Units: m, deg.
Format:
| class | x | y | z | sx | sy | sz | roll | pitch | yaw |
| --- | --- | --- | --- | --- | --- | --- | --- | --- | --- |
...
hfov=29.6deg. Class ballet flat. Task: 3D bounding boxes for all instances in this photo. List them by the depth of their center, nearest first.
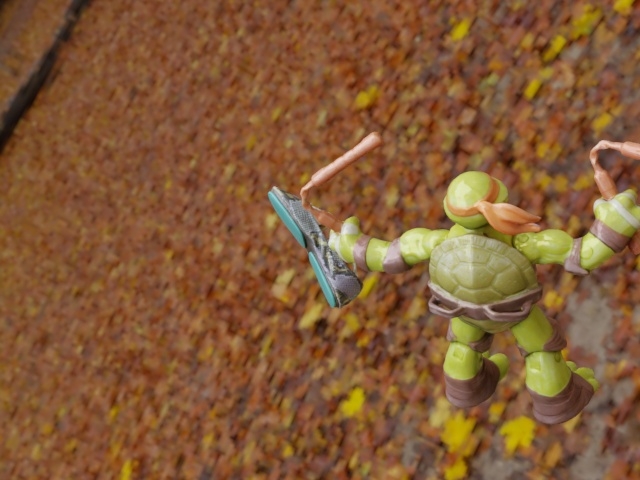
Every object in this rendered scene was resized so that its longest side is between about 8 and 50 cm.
| class | x | y | z | sx | sy | sz | roll | pitch | yaw |
| --- | --- | --- | --- | --- | --- | --- | --- | --- | --- |
| ballet flat | 0.000 | 0.000 | 0.978 | 0.041 | 0.041 | 0.114 | -43 | 71 | 40 |

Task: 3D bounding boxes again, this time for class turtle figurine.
| class | x | y | z | sx | sy | sz | roll | pitch | yaw |
| --- | --- | --- | --- | --- | --- | --- | --- | --- | --- |
| turtle figurine | 0.129 | 0.030 | 0.813 | 0.270 | 0.217 | 0.087 | -5 | 40 | 19 |
